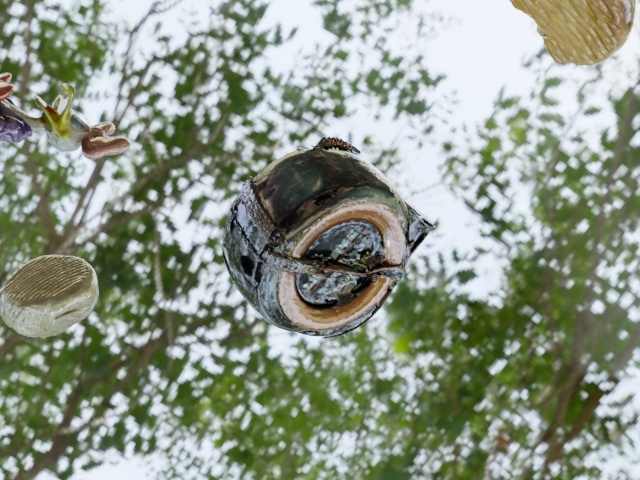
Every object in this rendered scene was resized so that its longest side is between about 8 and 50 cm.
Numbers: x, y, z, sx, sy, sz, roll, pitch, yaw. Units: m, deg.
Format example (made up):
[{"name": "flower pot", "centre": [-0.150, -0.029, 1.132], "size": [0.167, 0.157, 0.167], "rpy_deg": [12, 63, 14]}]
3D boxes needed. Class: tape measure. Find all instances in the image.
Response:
[{"name": "tape measure", "centre": [0.000, 0.000, 1.228], "size": [0.223, 0.202, 0.135], "rpy_deg": [31, -169, -48]}]

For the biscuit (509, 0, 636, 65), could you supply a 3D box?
[{"name": "biscuit", "centre": [0.146, -0.203, 0.764], "size": [0.224, 0.033, 0.144], "rpy_deg": [45, 170, -27]}]

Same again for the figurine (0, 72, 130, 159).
[{"name": "figurine", "centre": [-0.552, -0.186, 1.956], "size": [0.421, 0.193, 0.154], "rpy_deg": [-13, -153, -18]}]

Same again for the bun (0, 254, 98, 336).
[{"name": "bun", "centre": [-0.467, 0.106, 1.959], "size": [0.173, 0.113, 0.166], "rpy_deg": [-16, -148, -18]}]
